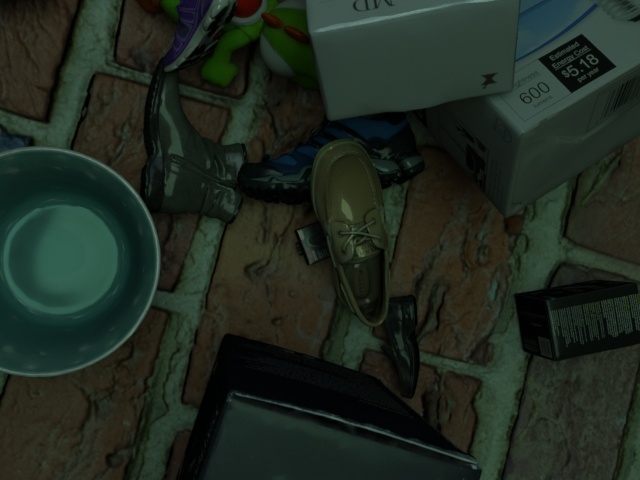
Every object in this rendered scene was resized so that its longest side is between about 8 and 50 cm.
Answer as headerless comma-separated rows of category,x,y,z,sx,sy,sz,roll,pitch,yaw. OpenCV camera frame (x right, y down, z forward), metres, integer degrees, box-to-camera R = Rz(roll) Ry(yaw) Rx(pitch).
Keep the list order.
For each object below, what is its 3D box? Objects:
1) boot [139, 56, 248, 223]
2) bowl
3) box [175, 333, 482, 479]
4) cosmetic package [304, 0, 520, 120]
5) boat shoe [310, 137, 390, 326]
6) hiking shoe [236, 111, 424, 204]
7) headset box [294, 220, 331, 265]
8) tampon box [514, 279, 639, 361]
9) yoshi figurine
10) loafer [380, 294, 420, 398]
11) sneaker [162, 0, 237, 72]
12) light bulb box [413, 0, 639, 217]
boot,-0.193,-0.152,1.126,0.161,0.083,0.246,3,90,-21
bowl,-0.386,0.028,1.040,0.311,0.163,0.311,0,90,-10
box,-0.062,0.411,0.938,0.297,0.472,0.480,18,87,-9
cosmetic package,0.089,-0.389,0.911,0.230,0.161,0.453,-9,61,5
boat shoe,0.057,-0.006,1.079,0.109,0.098,0.302,-15,122,-11
hiking shoe,0.010,-0.137,1.142,0.304,0.113,0.132,-10,81,-17
headset box,0.000,0.000,1.168,0.083,0.032,0.062,-20,94,-10
tampon box,0.426,0.128,1.192,0.161,0.120,0.101,-9,91,-9
yoshi figurine,-0.092,-0.335,1.109,0.362,0.203,0.203,33,44,6
loafer,0.130,0.174,1.183,0.061,0.062,0.170,-3,87,13
sneaker,-0.179,-0.304,1.019,0.071,0.170,0.068,50,41,2
light bulb box,0.308,-0.294,1.045,0.358,0.225,0.361,-31,63,-8
